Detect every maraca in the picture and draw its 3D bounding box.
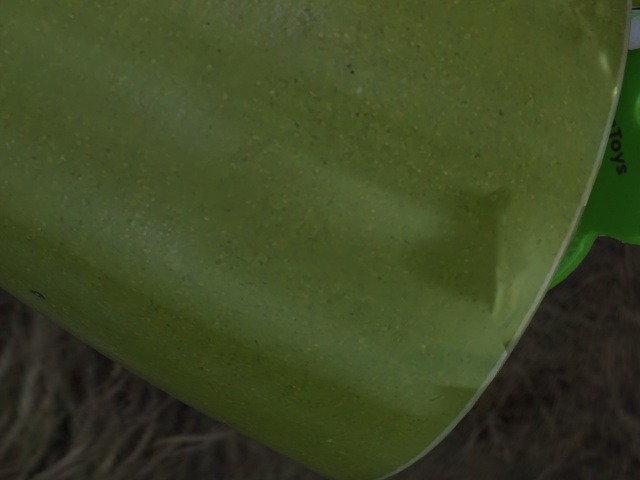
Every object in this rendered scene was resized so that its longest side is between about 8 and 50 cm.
[{"bbox_3d":[0.088,-0.035,0.803,0.186,0.099,0.127,-19,85,46],"label":"maraca"}]

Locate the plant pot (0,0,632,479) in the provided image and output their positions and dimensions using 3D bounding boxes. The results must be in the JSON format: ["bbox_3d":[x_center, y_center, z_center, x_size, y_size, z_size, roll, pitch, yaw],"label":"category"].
[{"bbox_3d":[-0.074,-0.075,0.711,0.293,0.275,0.274,21,94,-18],"label":"plant pot"}]

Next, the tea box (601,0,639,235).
[{"bbox_3d":[0.215,-0.191,1.095,0.323,0.220,0.329,2,55,32],"label":"tea box"}]
